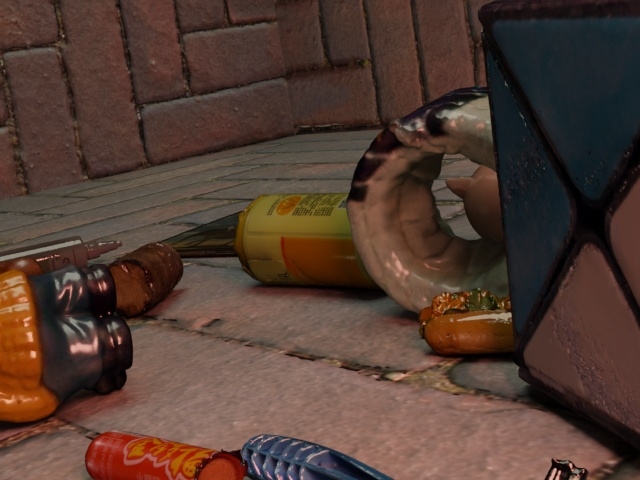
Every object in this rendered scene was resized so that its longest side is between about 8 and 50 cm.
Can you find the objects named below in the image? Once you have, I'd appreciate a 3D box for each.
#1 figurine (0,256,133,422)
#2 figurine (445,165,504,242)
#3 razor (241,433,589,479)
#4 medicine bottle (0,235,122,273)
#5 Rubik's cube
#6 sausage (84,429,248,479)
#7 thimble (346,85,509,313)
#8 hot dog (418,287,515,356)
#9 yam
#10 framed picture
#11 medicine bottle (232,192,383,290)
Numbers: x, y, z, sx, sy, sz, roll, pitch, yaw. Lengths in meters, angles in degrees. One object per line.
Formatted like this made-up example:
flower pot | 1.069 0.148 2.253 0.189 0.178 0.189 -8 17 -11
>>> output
figurine | -0.331 0.091 0.786 0.332 0.185 0.204 -16 -23 -15
figurine | 0.242 -0.053 1.208 0.138 0.125 0.125 -3 12 42
razor | 0.037 0.151 0.554 0.253 0.042 0.082 1 56 47
medicine bottle | -0.412 0.026 1.499 0.199 0.057 0.058 -13 12 -24
Rubik's cube | 0.299 -0.033 0.611 0.310 0.307 0.305 -13 14 -15
sausage | -0.116 0.154 0.645 0.145 0.048 0.050 -1 52 42
thimble | 0.156 -0.037 0.941 0.237 0.237 0.150 -2 17 32
hot dog | 0.177 0.068 0.822 0.188 0.055 0.072 -6 10 19
yam | -0.226 0.046 1.201 0.079 0.079 0.141 -7 10 10
framed picture | -0.118 -0.020 1.615 0.265 0.016 0.347 -3 12 32
medicine bottle | 0.000 0.000 1.157 0.239 0.124 0.124 0 14 42
